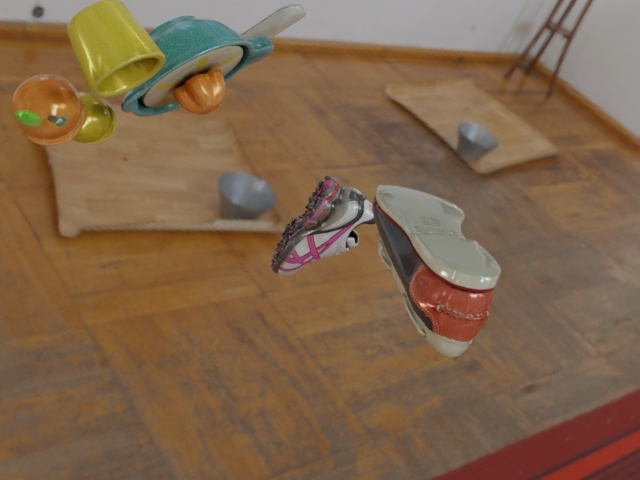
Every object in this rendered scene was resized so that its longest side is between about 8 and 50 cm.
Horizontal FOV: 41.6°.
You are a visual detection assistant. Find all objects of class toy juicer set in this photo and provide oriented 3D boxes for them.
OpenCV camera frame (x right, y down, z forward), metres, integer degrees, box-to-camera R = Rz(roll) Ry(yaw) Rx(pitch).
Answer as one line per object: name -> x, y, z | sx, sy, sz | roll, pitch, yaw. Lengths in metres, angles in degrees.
toy juicer set -> -0.154, -0.149, 0.842 | 0.089, 0.209, 0.329 | 60, 32, 2

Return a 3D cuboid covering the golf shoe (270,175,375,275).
golf shoe -> 0.000, 0.000, 1.034 | 0.086, 0.186, 0.067 | 28, 51, -12

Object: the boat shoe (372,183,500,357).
boat shoe -> 0.053, 0.008, 0.428 | 0.049, 0.043, 0.137 | 6, 22, -13
